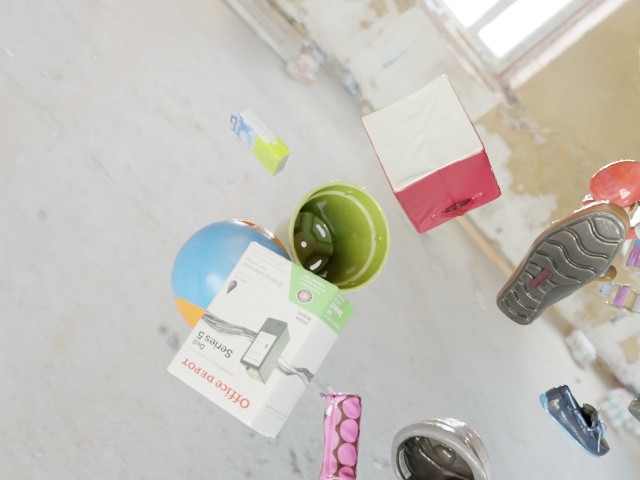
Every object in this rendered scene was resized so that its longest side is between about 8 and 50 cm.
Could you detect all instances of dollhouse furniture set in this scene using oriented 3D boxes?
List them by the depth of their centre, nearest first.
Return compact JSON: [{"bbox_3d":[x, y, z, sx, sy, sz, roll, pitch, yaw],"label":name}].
[{"bbox_3d":[0.831,0.030,2.126,0.303,0.286,0.198,28,-6,-32],"label":"dollhouse furniture set"}]

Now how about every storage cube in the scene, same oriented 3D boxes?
[{"bbox_3d":[0.214,-0.159,1.516,0.193,0.184,0.215,47,20,-59],"label":"storage cube"}]

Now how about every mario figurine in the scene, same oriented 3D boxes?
[{"bbox_3d":[0.693,-0.052,1.846,0.198,0.320,0.170,28,50,20],"label":"mario figurine"}]

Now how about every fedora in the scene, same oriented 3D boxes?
[{"bbox_3d":[0.312,0.559,1.986,0.275,0.243,0.124,28,28,25],"label":"fedora"}]

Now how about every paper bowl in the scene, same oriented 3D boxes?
[{"bbox_3d":[0.331,0.654,2.282,0.148,0.284,0.284,9,46,-47],"label":"paper bowl"}]

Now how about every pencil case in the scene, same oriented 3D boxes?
[{"bbox_3d":[0.040,0.446,1.790,0.098,0.095,0.209,46,43,-62],"label":"pencil case"}]

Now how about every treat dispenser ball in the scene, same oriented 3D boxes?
[{"bbox_3d":[-0.203,0.094,1.855,0.288,0.288,0.288,42,23,-23],"label":"treat dispenser ball"}]

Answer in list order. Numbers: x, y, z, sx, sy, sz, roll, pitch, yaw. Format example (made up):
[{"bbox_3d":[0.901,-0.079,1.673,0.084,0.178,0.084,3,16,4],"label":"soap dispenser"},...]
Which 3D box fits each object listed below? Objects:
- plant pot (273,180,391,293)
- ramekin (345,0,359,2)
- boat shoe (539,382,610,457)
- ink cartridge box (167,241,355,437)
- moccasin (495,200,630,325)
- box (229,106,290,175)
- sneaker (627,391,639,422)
[{"bbox_3d":[0.000,0.000,2.052,0.276,0.276,0.254,46,-20,-15],"label":"plant pot"},{"bbox_3d":[0.041,-0.539,1.477,0.207,0.109,0.207,27,39,-24],"label":"ramekin"},{"bbox_3d":[0.626,0.432,1.893,0.258,0.089,0.109,40,18,-32],"label":"boat shoe"},{"bbox_3d":[-0.101,0.171,1.386,0.198,0.272,0.115,27,-12,27],"label":"ink cartridge box"},{"bbox_3d":[0.480,0.037,1.553,0.139,0.380,0.147,37,58,14],"label":"moccasin"},{"bbox_3d":[-0.156,-0.258,2.027,0.178,0.042,0.109,48,-22,6],"label":"box"},{"bbox_3d":[0.774,0.377,1.772,0.227,0.130,0.087,44,-11,-34],"label":"sneaker"}]
